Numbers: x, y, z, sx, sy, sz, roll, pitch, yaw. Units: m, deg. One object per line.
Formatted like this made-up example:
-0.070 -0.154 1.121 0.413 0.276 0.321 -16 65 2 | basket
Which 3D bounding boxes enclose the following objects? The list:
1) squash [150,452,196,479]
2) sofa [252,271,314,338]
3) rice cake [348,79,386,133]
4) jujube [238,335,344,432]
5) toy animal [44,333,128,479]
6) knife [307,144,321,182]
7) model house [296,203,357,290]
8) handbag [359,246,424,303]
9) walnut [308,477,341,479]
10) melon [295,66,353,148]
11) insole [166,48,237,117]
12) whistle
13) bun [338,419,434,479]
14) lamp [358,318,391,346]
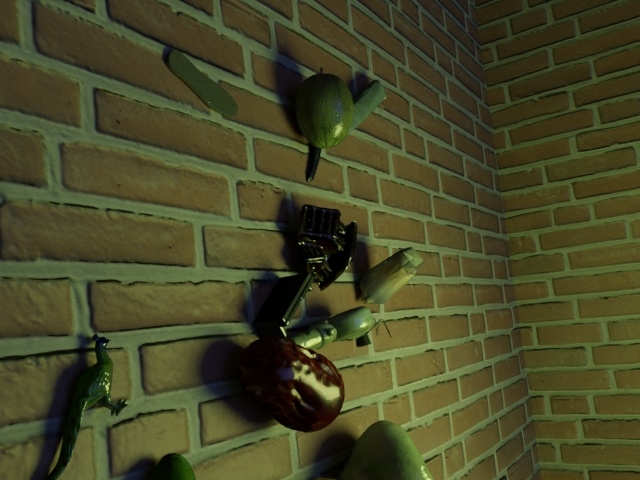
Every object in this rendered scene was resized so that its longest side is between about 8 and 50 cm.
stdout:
-0.223 0.465 0.889 0.082 0.082 0.293 30 57 -51 | squash
-0.065 0.136 1.234 0.060 0.085 0.147 59 37 -24 | sofa
0.109 -0.367 1.676 0.066 0.063 0.336 63 36 -18 | rice cake
-0.053 0.267 1.149 0.230 0.155 0.155 49 43 -41 | jujube
-0.314 0.241 0.844 0.075 0.041 0.217 28 58 -30 | toy animal
-0.016 -0.191 1.469 0.031 0.018 0.121 49 43 -49 | knife
-0.001 0.006 1.352 0.152 0.106 0.165 44 42 -46 | model house
0.175 0.090 1.567 0.095 0.173 0.117 51 20 11 | handbag
0.035 0.591 1.102 0.313 0.252 0.277 57 40 -32 | walnut
0.009 -0.311 1.430 0.139 0.139 0.192 0 84 -58 | melon
-0.224 -0.296 1.176 0.192 0.010 0.063 36 51 -47 | insole
0.026 0.201 1.338 0.258 0.126 0.067 -13 79 -45 | whistle
0.134 0.547 1.317 0.187 0.293 0.293 -21 102 -16 | bun
0.132 0.236 1.566 0.121 0.041 0.054 -4 76 -54 | lamp
